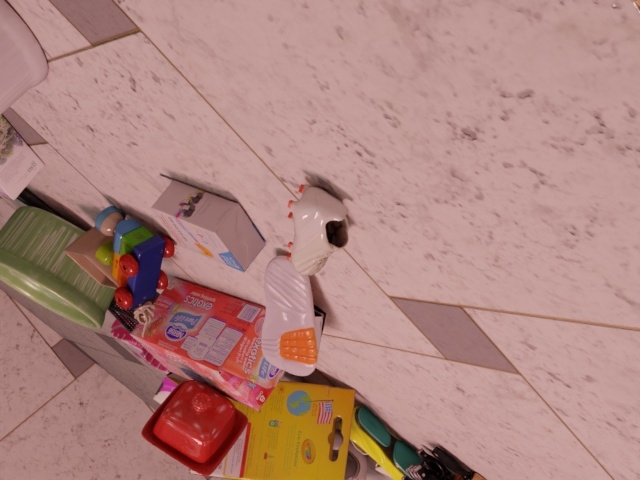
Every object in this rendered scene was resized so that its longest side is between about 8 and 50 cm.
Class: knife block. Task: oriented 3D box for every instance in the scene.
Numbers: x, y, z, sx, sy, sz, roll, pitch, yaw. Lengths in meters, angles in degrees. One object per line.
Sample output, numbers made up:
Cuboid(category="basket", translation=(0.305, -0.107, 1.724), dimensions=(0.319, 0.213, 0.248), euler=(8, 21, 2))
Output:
Cuboid(category="knife block", translation=(0.293, 0.498, 1.860), dimensions=(0.275, 0.088, 0.242), euler=(21, 156, 36))

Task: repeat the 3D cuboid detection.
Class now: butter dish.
Cuboid(category="butter dish", translation=(-0.227, 0.324, 1.833), dimensions=(0.159, 0.160, 0.118), euler=(29, 138, 11))

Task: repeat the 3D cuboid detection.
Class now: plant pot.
Cuboid(category="plant pot", translation=(-0.419, 0.023, 1.943), dimensions=(0.109, 0.096, 0.109), euler=(48, 157, -28))

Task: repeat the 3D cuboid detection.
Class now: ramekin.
Cuboid(category="ramekin", translation=(-0.574, 0.055, 2.147), dimensions=(0.303, 0.148, 0.303), euler=(26, 162, 9))
Cuboid(category="ramekin", translation=(-0.543, -0.284, 1.413), dimensions=(0.277, 0.135, 0.277), euler=(31, 159, 14))

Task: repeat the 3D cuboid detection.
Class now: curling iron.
Cuboid(category="curling iron", translation=(-0.664, -0.118, 2.117), dimensions=(0.274, 0.035, 0.068), euler=(42, 159, -14))

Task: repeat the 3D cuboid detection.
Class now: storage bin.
Cuboid(category="storage bin", translation=(-0.395, 0.182, 2.275), dimensions=(0.122, 0.084, 0.180), euler=(21, 154, 36))

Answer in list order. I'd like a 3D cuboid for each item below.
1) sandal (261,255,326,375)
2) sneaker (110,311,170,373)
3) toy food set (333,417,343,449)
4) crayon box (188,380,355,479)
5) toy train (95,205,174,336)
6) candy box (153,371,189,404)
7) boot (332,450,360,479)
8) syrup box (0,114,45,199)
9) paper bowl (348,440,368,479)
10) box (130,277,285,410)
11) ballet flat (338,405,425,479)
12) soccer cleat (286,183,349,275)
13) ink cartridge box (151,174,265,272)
Cuboid(category="sandal", translation=(-0.035, 0.112, 1.578), dimensions=(0.101, 0.076, 0.265), euler=(20, 135, 17))
Cuboid(category="sneaker", translation=(-0.408, 0.267, 2.481), dimensions=(0.252, 0.103, 0.111), euler=(30, 164, 33))
Cuboid(category="toy food set", translation=(-0.053, 0.358, 2.030), dimensions=(0.232, 0.111, 0.104), euler=(20, 180, 24))
Cuboid(category="crayon box", translation=(-0.085, 0.379, 1.935), dimensions=(0.318, 0.202, 0.081), euler=(4, 165, 20))
Cuboid(category="toy train", translation=(-0.367, 0.060, 1.848), dimensions=(0.143, 0.105, 0.248), euler=(41, 137, 22))
Cuboid(category="candy box", translation=(-0.238, 0.322, 2.160), dimensions=(0.159, 0.071, 0.233), euler=(33, -157, 8))
Cuboid(category="boot", translation=(-0.028, 0.457, 2.061), dimensions=(0.189, 0.076, 0.208), euler=(16, 175, 18))
Cuboid(category="syrup box", translation=(-0.623, -0.189, 1.811), dimensions=(0.096, 0.093, 0.237), euler=(21, 155, 35))
Cuboid(category="paper bowl", translation=(-0.004, 0.523, 2.305), dimensions=(0.284, 0.148, 0.284), euler=(32, 159, 13))
Cuboid(category="box", translation=(-0.206, 0.196, 1.904), dimensions=(0.300, 0.154, 0.142), euler=(12, 149, 46))
Cuboid(category="ballet flat", translation=(0.125, 0.420, 1.964), dimensions=(0.077, 0.077, 0.231), euler=(-36, 106, 33))
Cuboid(category="soccer cleat", translation=(0.000, 0.000, 1.272), dimensions=(0.076, 0.068, 0.196), euler=(27, 155, 15))
Cuboid(category="ink cartridge box", translation=(-0.184, -0.027, 1.506), dimensions=(0.181, 0.062, 0.104), euler=(21, 155, 37))
